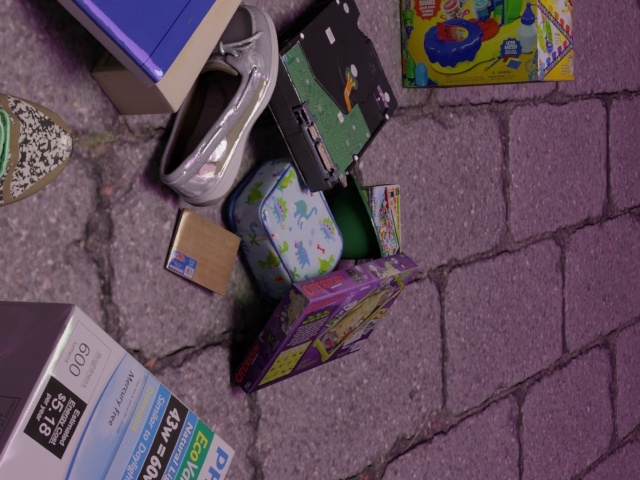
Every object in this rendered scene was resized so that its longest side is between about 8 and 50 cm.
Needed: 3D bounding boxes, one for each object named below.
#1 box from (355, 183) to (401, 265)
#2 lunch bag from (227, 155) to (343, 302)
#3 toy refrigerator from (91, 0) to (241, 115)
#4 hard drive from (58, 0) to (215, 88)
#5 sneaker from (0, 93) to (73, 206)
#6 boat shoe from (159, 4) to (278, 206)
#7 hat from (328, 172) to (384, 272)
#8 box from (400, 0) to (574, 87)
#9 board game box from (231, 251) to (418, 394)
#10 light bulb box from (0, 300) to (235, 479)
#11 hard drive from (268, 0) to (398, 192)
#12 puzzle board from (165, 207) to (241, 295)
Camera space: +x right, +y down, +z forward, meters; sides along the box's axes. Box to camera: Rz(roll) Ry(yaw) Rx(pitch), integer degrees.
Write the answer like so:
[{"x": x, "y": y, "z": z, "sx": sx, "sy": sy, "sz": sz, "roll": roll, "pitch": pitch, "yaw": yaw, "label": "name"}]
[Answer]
[{"x": 0.108, "y": 0.001, "z": 2.217, "sx": 0.114, "sy": 0.036, "sz": 0.207, "roll": -10, "pitch": 100, "yaw": -56, "label": "box"}, {"x": -0.052, "y": -0.018, "z": 1.921, "sx": 0.176, "sy": 0.090, "sz": 0.219, "roll": -57, "pitch": 134, "yaw": -38, "label": "lunch bag"}, {"x": -0.206, "y": -0.305, "z": 1.664, "sx": 0.094, "sy": 0.102, "sz": 0.269, "roll": 57, "pitch": 47, "yaw": -41, "label": "toy refrigerator"}, {"x": -0.277, "y": -0.378, "z": 1.511, "sx": 0.318, "sy": 0.040, "sz": 0.210, "roll": 45, "pitch": 54, "yaw": -24, "label": "hard drive"}, {"x": -0.401, "y": -0.103, "z": 1.300, "sx": 0.410, "sy": 0.182, "sz": 0.158, "roll": -5, "pitch": 95, "yaw": -57, "label": "sneaker"}, {"x": -0.152, "y": -0.211, "z": 1.742, "sx": 0.103, "sy": 0.118, "sz": 0.320, "roll": 39, "pitch": 67, "yaw": -55, "label": "boat shoe"}, {"x": 0.000, "y": 0.000, "z": 2.064, "sx": 0.208, "sy": 0.183, "sz": 0.173, "roll": -115, "pitch": -173, "yaw": -52, "label": "hat"}, {"x": 0.320, "y": -0.439, "z": 2.293, "sx": 0.177, "sy": 0.290, "sz": 0.279, "roll": -11, "pitch": 100, "yaw": -55, "label": "box"}, {"x": 0.014, "y": 0.131, "z": 1.965, "sx": 0.208, "sy": 0.056, "sz": 0.347, "roll": -52, "pitch": 160, "yaw": 27, "label": "board game box"}, {"x": -0.331, "y": 0.311, "z": 1.387, "sx": 0.361, "sy": 0.225, "sz": 0.358, "roll": 51, "pitch": 50, "yaw": -43, "label": "light bulb box"}, {"x": 0.015, "y": -0.255, "z": 1.964, "sx": 0.237, "sy": 0.064, "sz": 0.339, "roll": 64, "pitch": 30, "yaw": -20, "label": "hard drive"}, {"x": -0.177, "y": 0.018, "z": 1.791, "sx": 0.128, "sy": 0.011, "sz": 0.096, "roll": 30, "pitch": 70, "yaw": -45, "label": "puzzle board"}]
